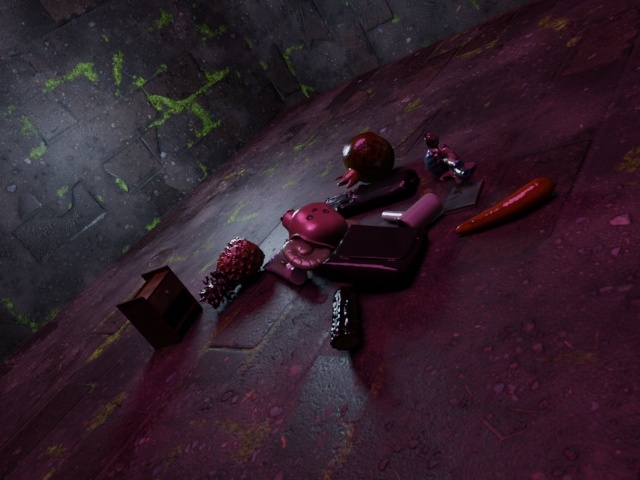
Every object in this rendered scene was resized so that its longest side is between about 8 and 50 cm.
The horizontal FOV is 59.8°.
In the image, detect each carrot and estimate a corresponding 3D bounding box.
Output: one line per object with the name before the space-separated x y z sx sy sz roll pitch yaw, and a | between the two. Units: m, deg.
carrot | 0.465 -0.079 1.400 0.271 0.062 0.066 -32 55 14

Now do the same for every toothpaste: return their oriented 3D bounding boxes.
toothpaste | -0.121 0.086 1.854 0.100 0.066 0.323 -45 20 -8

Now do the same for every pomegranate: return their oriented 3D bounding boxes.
pomegranate | 0.153 -0.294 2.073 0.246 0.198 0.198 -30 23 6

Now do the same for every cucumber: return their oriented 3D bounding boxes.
cucumber | 0.061 0.182 1.388 0.077 0.077 0.265 -28 24 15

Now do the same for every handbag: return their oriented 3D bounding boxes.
handbag | 0.152 0.040 1.514 0.247 0.080 0.223 4 35 30

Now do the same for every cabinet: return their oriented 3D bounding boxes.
cabinet | -0.552 0.231 1.936 0.148 0.215 0.174 -20 26 31

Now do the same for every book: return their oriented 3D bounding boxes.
book | 0.413 -0.128 1.615 0.103 0.017 0.135 -15 29 37

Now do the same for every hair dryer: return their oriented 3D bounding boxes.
hair dryer | 0.259 -0.075 1.677 0.131 0.073 0.236 -41 14 -15

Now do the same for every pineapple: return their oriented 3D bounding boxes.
pineapple | -0.316 0.128 1.949 0.158 0.158 0.278 -3 47 51

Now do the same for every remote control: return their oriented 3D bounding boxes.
remote control | 0.156 -0.157 1.966 0.399 0.062 0.144 -18 27 34

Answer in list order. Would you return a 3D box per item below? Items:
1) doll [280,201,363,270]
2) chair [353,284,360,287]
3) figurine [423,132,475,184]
doll | 0.000 0.000 1.743 0.284 0.216 0.268 -21 40 -22
chair | 0.107 0.094 1.555 0.042 0.037 0.086 -39 16 16
figurine | 0.377 -0.248 1.719 0.102 0.205 0.260 -56 15 13
